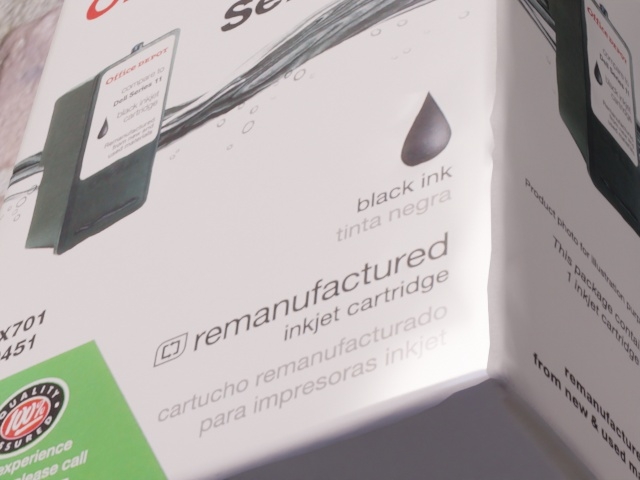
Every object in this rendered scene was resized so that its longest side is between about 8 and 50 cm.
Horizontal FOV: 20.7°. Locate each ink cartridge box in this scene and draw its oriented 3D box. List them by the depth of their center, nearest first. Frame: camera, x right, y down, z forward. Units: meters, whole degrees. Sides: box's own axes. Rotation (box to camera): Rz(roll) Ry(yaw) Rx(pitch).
[{"bbox_3d":[0.000,0.000,0.423,0.153,0.087,0.208,-23,38,26],"label":"ink cartridge box"}]
